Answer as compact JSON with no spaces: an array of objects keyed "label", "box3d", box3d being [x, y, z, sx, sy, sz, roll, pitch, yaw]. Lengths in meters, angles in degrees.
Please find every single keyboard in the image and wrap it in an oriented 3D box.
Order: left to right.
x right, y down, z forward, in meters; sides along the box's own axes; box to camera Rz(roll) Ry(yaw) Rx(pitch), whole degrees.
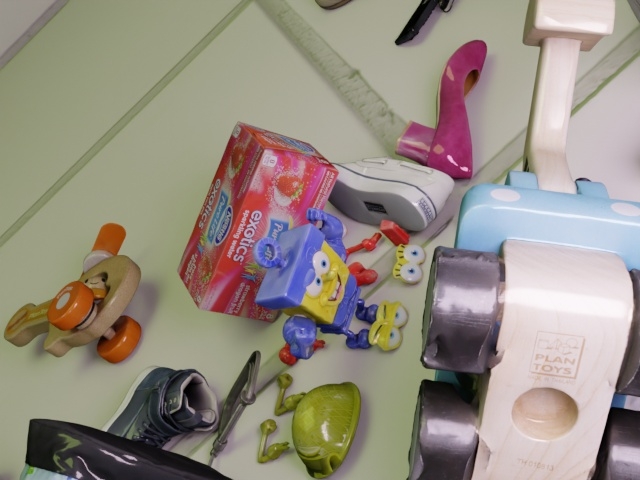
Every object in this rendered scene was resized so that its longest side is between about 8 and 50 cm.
[{"label":"keyboard","box3d":[0.201,-0.405,1.552,0.192,0.038,0.100,-58,14,-12]}]

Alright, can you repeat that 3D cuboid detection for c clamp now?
[{"label":"c clamp","box3d":[-0.114,0.231,1.242,0.137,0.022,0.160,-84,19,-59]}]

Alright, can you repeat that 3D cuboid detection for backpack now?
[{"label":"backpack","box3d":[-0.232,0.417,1.028,0.273,0.290,0.355,11,74,49]}]

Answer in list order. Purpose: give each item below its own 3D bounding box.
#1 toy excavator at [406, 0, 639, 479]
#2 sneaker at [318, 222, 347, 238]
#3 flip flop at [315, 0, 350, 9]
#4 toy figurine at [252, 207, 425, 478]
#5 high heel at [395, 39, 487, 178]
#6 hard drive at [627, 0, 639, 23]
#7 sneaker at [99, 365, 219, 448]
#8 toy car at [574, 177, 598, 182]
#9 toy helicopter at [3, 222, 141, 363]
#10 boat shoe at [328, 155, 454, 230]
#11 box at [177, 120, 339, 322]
[{"label":"toy excavator","box3d":[0.220,-0.011,0.925,0.222,0.433,0.445,6,27,5]},{"label":"sneaker","box3d":[0.000,0.000,1.369,0.083,0.037,0.032,-47,38,3]},{"label":"flip flop","box3d":[0.090,-0.533,1.730,0.277,0.080,0.112,-23,43,30]},{"label":"toy figurine","box3d":[-0.034,0.088,1.171,0.191,0.217,0.362,-5,53,43]},{"label":"high heel","box3d":[0.212,-0.190,1.319,0.117,0.082,0.244,25,58,20]},{"label":"hard drive","box3d":[0.350,-0.330,1.045,0.047,0.353,0.233,-33,39,19]},{"label":"sneaker","box3d":[-0.238,0.280,1.312,0.163,0.086,0.226,-5,52,46]},{"label":"toy car","box3d":[0.339,-0.041,1.047,0.225,0.053,0.239,-9,50,41]},{"label":"toy helicopter","box3d":[-0.448,0.107,1.649,0.355,0.140,0.235,-19,43,37]},{"label":"boat shoe","box3d":[0.088,-0.077,1.319,0.084,0.095,0.258,-43,36,-20]},{"label":"box","box3d":[-0.094,-0.025,1.337,0.122,0.128,0.257,48,118,54]}]
